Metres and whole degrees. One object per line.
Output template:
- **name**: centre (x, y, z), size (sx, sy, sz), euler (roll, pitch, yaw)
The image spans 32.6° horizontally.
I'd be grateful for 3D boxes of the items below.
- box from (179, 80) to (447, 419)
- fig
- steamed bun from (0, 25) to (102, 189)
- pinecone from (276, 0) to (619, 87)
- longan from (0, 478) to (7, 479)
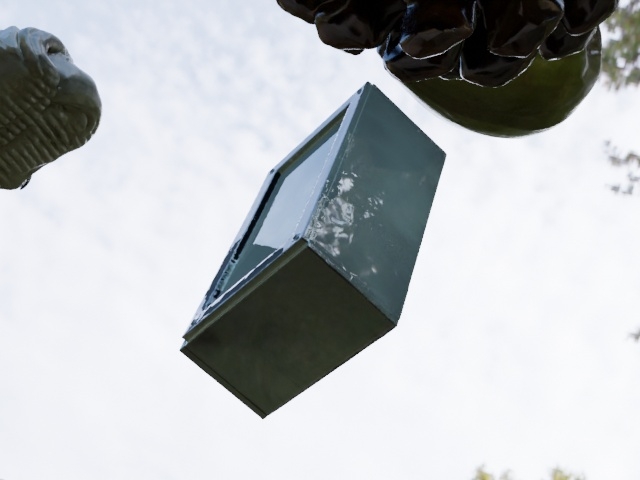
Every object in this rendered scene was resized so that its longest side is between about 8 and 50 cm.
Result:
- **box**: centre (0.000, 0.000, 0.769), size (0.086, 0.225, 0.129), euler (42, -57, -14)
- **fig**: centre (0.208, -0.239, 1.362), size (0.271, 0.239, 0.239), euler (-13, -43, -17)
- **steamed bun**: centre (-0.394, -0.172, 1.317), size (0.144, 0.218, 0.211), euler (53, 0, 32)
- **pinecone**: centre (0.132, -0.318, 0.986), size (0.398, 0.397, 0.397), euler (14, -45, 15)
- **longan**: centre (-0.303, 0.267, 0.970), size (0.106, 0.119, 0.106), euler (12, -52, 16)
